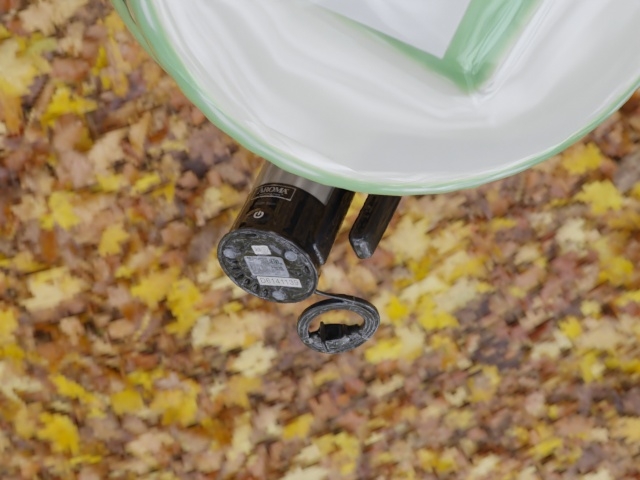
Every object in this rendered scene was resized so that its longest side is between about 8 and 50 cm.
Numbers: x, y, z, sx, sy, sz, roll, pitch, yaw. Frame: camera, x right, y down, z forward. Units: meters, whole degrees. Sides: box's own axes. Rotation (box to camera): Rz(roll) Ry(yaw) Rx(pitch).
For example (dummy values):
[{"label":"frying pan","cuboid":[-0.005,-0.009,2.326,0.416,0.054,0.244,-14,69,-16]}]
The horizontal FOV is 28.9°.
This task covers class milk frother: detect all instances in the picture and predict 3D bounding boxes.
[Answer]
[{"label":"milk frother","cuboid":[0.000,0.000,1.015,0.129,0.135,0.143,14,140,13]}]

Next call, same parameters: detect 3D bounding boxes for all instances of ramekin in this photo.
[{"label":"ramekin","cuboid":[0.036,-0.168,0.578,0.303,0.148,0.303,-4,114,-9]}]
